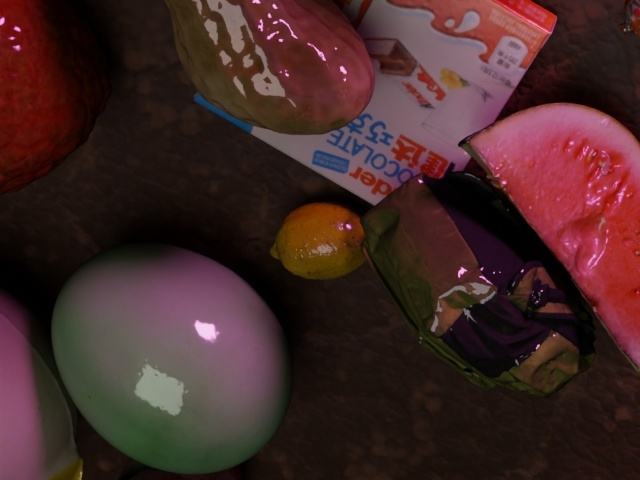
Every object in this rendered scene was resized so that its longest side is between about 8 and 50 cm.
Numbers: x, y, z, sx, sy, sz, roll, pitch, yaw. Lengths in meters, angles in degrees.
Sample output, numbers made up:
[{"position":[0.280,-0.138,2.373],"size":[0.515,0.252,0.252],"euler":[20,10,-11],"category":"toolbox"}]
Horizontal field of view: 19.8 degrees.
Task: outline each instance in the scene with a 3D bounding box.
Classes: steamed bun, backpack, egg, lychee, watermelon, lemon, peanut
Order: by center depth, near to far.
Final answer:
[{"position":[-0.077,-0.213,1.684],"size":[0.159,0.143,0.291],"euler":[-31,102,20],"category":"peanut"},{"position":[0.163,0.049,1.765],"size":[0.140,0.207,0.253],"euler":[-42,135,13],"category":"backpack"},{"position":[0.236,-0.021,1.765],"size":[0.303,0.159,0.128],"euler":[51,150,-19],"category":"watermelon"},{"position":[-0.356,-0.168,1.792],"size":[0.255,0.300,0.255],"euler":[0,90,49],"category":"lychee"},{"position":[0.000,0.000,1.877],"size":[0.111,0.082,0.082],"euler":[-6,117,21],"category":"lemon"},{"position":[-0.155,0.121,1.912],"size":[0.270,0.220,0.220],"euler":[39,123,-9],"category":"egg"},{"position":[-0.445,0.196,2.000],"size":[0.374,0.334,0.334],"euler":[-22,110,33],"category":"steamed bun"}]

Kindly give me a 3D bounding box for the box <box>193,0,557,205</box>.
[{"position":[0.047,-0.175,1.777],"size":[0.273,0.048,0.265],"euler":[29,124,0],"category":"box"}]

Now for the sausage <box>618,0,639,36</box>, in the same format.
[{"position":[0.397,-0.281,1.599],"size":[0.348,0.053,0.053],"euler":[-36,104,31],"category":"sausage"}]

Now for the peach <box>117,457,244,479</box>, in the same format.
[{"position":[-0.152,0.285,2.062],"size":[0.152,0.152,0.152],"euler":[8,121,13],"category":"peach"}]
